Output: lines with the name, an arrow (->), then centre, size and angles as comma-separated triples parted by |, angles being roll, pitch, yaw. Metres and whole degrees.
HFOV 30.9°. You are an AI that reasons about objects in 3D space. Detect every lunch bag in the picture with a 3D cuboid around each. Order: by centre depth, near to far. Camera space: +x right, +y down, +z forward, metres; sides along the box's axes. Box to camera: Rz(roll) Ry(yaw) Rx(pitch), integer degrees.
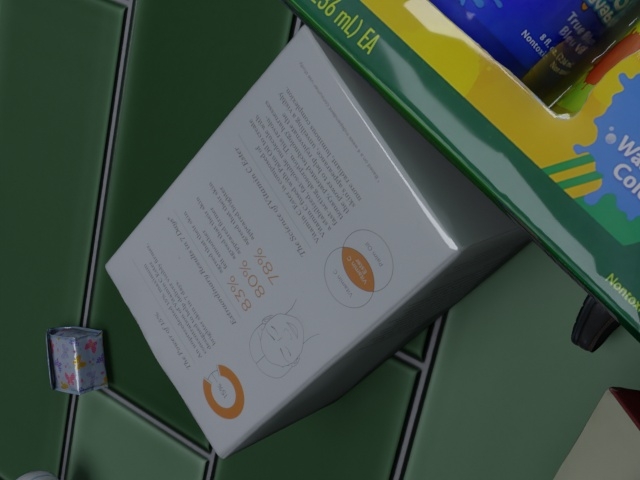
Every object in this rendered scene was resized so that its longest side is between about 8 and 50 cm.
lunch bag -> -0.290, 0.139, 1.342 | 0.083, 0.053, 0.071 | 5, 101, 46

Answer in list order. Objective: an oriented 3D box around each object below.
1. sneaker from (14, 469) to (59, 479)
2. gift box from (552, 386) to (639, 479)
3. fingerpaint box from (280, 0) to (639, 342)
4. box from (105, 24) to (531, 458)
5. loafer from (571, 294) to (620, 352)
sneaker -> -0.292, 0.436, 1.366 | 0.208, 0.127, 0.319 | 25, 124, 33
gift box -> 0.287, 0.284, 0.776 | 0.255, 0.276, 0.258 | -109, 39, -58
fingerpaint box -> 0.175, -0.215, 0.725 | 0.371, 0.163, 0.445 | -45, 72, 5
box -> 0.000, 0.000, 0.999 | 0.345, 0.168, 0.215 | -44, 73, 39
loafer -> 0.257, 0.031, 0.889 | 0.061, 0.062, 0.170 | 43, 124, 17
